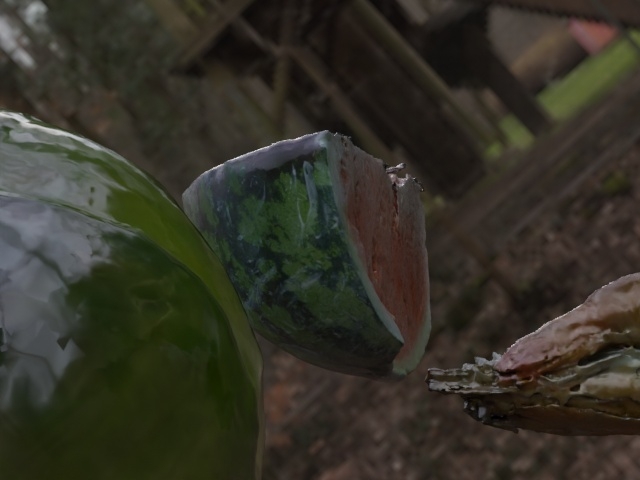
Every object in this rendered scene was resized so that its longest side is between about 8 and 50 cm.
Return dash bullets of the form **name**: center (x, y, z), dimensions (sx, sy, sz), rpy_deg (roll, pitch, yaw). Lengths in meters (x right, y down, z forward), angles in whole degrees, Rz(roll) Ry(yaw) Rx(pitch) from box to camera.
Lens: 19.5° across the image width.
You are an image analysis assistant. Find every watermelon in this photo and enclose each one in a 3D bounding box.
- **watermelon**: center (0.000, 0.000, 1.467), dimensions (0.180, 0.224, 0.305), rpy_deg (-56, -15, 2)

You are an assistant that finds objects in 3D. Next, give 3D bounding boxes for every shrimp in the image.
- **shrimp**: center (0.147, 0.066, 0.978), dimensions (0.184, 0.091, 0.043), rpy_deg (-11, 8, 2)

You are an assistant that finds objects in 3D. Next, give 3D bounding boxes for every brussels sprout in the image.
- **brussels sprout**: center (-0.174, 0.103, 0.951), dimensions (0.281, 0.289, 0.354), rpy_deg (113, 164, -75)
